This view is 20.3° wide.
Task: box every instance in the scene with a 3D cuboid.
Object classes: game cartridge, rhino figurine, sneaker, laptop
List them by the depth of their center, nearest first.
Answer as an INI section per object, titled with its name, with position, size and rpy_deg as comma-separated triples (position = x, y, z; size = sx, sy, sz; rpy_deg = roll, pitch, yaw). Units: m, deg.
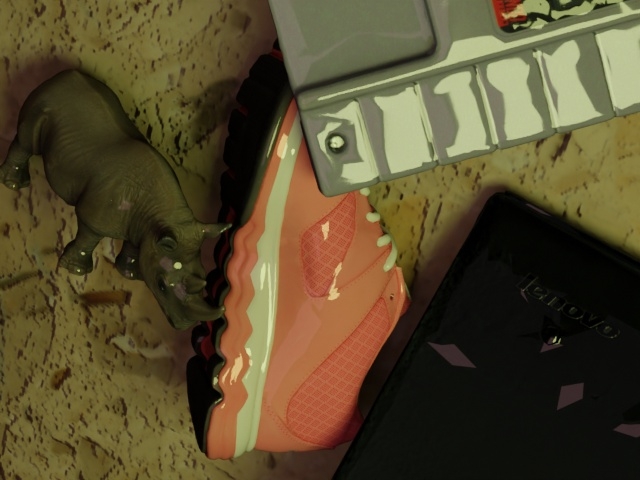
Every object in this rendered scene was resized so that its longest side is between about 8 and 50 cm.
[game cartridge]
position = 0.063, -0.223, 1.052
size = 0.230, 0.068, 0.355
rpy_deg = -15, 102, 6
[rhino figurine]
position = -0.133, -0.025, 1.197
size = 0.243, 0.073, 0.106
rpy_deg = 46, 128, 36
[sneaker]
position = 0.000, 0.000, 1.200
size = 0.136, 0.116, 0.314
rpy_deg = 7, 107, -16
[laptop]
position = 0.194, 0.246, 1.230
size = 0.382, 0.236, 0.408
rpy_deg = 30, 147, 13
